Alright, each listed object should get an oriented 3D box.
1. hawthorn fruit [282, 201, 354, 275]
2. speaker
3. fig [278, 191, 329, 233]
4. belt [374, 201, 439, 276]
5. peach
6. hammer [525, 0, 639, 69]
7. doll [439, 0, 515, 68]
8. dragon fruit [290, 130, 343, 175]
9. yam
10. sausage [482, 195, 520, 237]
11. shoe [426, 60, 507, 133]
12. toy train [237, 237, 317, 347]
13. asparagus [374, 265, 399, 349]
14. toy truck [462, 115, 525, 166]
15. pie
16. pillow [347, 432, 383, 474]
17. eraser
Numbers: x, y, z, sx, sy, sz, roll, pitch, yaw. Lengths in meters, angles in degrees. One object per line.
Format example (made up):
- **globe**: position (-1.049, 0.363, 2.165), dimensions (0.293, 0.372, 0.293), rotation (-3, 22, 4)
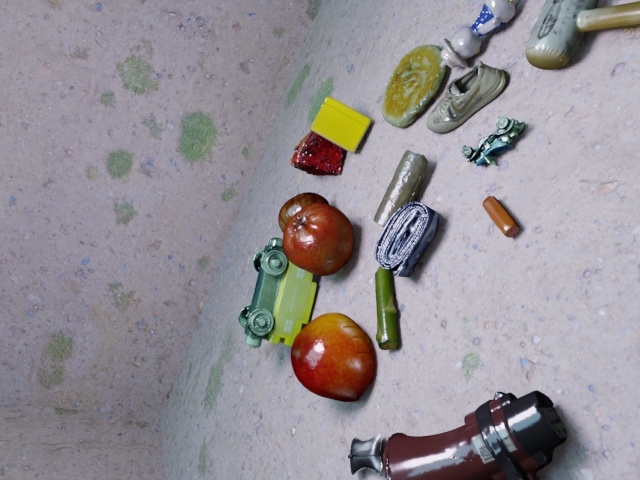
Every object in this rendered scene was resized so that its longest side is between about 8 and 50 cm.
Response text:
- **hawthorn fruit**: position (0.000, 0.000, 1.540), dimensions (0.275, 0.299, 0.275), rotation (-9, 65, 21)
- **speaker**: position (0.296, 0.438, 0.754), dimensions (0.329, 0.198, 0.259), rotation (-40, 25, 32)
- **fig**: position (-0.058, -0.090, 1.745), dimensions (0.214, 0.235, 0.235), rotation (46, 115, 33)
- **belt**: position (0.257, -0.007, 1.203), dimensions (0.122, 0.128, 0.218), rotation (38, 107, 32)
- **peach**: position (0.036, 0.376, 1.285), dimensions (0.275, 0.245, 0.249), rotation (-129, 34, -49)
- **hammer**: position (0.608, -0.478, 0.881), dimensions (0.305, 0.113, 0.202), rotation (32, 104, 58)
- **doll**: position (0.476, -0.633, 1.232), dimensions (0.293, 0.119, 0.138), rotation (-41, 30, 35)
- **dragon fruit**: position (-0.009, -0.369, 1.918), dimensions (0.240, 0.302, 0.330), rotation (66, 164, 9)
- **yam**: position (0.258, -0.150, 1.310), dimensions (0.259, 0.106, 0.106), rotation (-64, 27, 5)
- **sausage**: position (0.430, -0.061, 0.987), dimensions (0.039, 0.041, 0.131), rotation (-50, 32, 29)
- **shoe**: position (0.409, -0.421, 1.220), dimensions (0.275, 0.098, 0.103), rotation (-37, 37, 50)
- **toy train**: position (-0.161, 0.219, 1.655), dimensions (0.179, 0.272, 0.442), rotation (-1, 74, 63)
- **asparagus**: position (0.195, 0.192, 1.240), dimensions (0.067, 0.060, 0.278), rotation (125, 153, -48)
- **toy truck**: position (0.448, -0.243, 1.051), dimensions (0.154, 0.080, 0.078), rotation (-43, 58, 42)
- **pie**: position (0.338, -0.558, 1.486), dimensions (0.323, 0.070, 0.323), rotation (-35, 45, 45)
- **pillow**: position (0.124, 0.579, 1.115), dimensions (0.135, 0.055, 0.091), rotation (-38, 9, 43)
- **eraser**: position (0.088, -0.484, 1.731), dimensions (0.158, 0.226, 0.069), rotation (-60, 0, 5)
